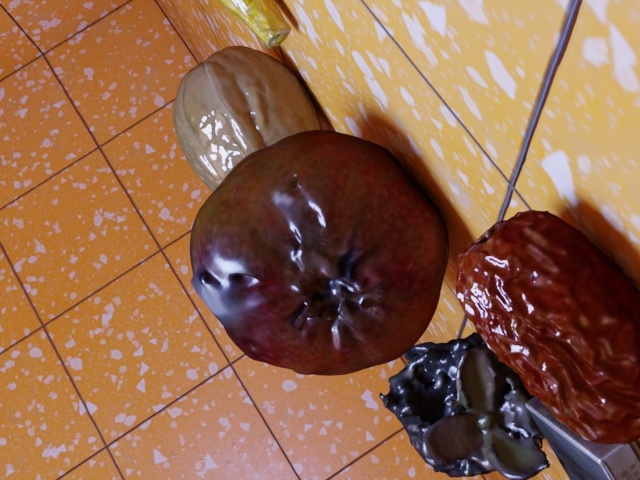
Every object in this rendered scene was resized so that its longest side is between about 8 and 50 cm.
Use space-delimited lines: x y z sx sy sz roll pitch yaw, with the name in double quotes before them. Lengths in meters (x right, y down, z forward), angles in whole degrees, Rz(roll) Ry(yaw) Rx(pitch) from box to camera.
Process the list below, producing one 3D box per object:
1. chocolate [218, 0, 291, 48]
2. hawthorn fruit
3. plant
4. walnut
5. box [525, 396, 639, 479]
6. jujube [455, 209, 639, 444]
"chocolate" -0.116 -0.342 1.001 0.219 0.085 0.085 54 175 11
"hawthorn fruit" -0.004 0.003 0.930 0.308 0.308 0.325 60 -175 -41
"plant" 0.189 0.220 1.006 0.204 0.178 0.234 63 -173 16
"walnut" -0.113 -0.176 1.218 0.261 0.225 0.225 61 176 3
"box" 0.348 0.320 0.824 0.325 0.047 0.180 57 176 -9
"jujube" 0.174 0.059 0.536 0.176 0.109 0.112 49 -148 0
